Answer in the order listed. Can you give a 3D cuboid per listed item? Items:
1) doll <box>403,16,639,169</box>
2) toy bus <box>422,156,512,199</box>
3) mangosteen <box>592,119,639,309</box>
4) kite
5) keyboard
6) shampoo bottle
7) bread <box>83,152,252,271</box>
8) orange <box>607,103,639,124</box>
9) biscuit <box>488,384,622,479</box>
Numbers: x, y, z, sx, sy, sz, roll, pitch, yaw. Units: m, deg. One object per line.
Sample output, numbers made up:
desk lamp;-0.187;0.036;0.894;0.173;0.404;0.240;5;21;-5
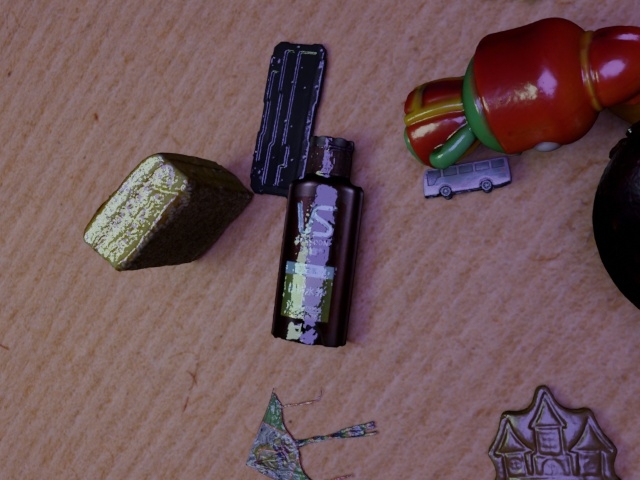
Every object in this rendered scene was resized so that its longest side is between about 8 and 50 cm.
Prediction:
doll;0.275;-0.199;0.786;0.362;0.183;0.160;-8;130;37
toy bus;0.220;-0.094;0.909;0.130;0.037;0.052;-8;84;17
mangosteen;0.490;-0.018;0.669;0.307;0.306;0.347;-50;58;11
kite;-0.023;0.331;0.995;0.244;0.006;0.198;-23;81;17
keyboard;-0.056;-0.203;1.014;0.106;0.016;0.263;11;91;18
shampoo bottle;0.000;0.000;0.956;0.129;0.084;0.323;8;91;16
bread;-0.237;-0.047;0.956;0.110;0.234;0.184;46;102;12
orange;0.443;-0.219;0.794;0.135;0.117;0.136;28;125;50
biscuit;0.333;0.317;0.862;0.182;0.034;0.216;-9;86;18
